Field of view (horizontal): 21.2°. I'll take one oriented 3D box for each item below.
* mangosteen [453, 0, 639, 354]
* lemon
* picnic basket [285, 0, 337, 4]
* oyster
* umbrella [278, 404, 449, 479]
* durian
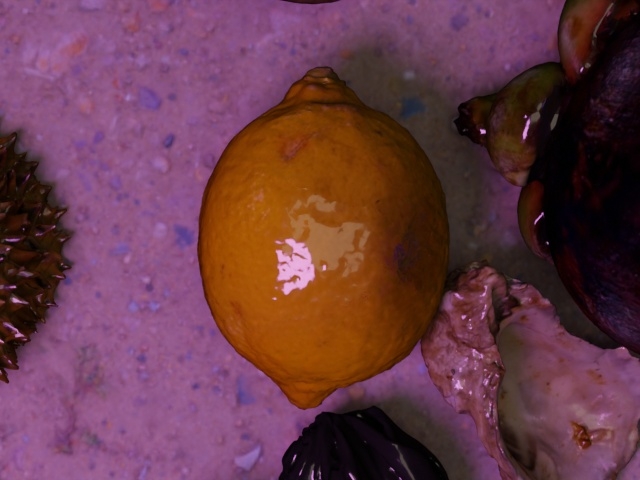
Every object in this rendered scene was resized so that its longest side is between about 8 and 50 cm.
[{"bbox_3d":[0.282,-0.050,1.253,0.311,0.311,0.311,0,91,-5],"label":"mangosteen"},{"bbox_3d":[0.000,0.000,1.264,0.188,0.188,0.256,1,97,-5],"label":"lemon"},{"bbox_3d":[-0.024,-0.316,1.237,0.337,0.337,0.293,21,82,-5],"label":"picnic basket"},{"bbox_3d":[0.158,0.113,1.326,0.232,0.107,0.161,53,55,-22],"label":"oyster"},{"bbox_3d":[0.119,0.248,1.323,0.340,0.118,0.118,34,88,-7],"label":"umbrella"},{"bbox_3d":[-0.271,0.020,1.282,0.139,0.144,0.252,-11,97,14],"label":"durian"}]
